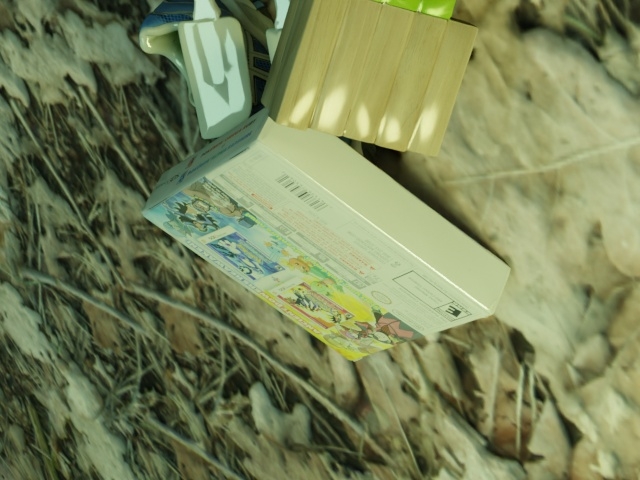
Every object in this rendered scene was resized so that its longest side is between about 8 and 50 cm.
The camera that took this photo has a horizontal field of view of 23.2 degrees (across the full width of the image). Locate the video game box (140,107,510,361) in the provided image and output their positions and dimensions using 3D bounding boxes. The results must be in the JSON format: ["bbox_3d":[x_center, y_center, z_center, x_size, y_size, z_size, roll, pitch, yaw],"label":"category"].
[{"bbox_3d":[0.000,0.000,1.092,0.205,0.048,0.187,36,149,-18],"label":"video game box"}]

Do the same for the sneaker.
[{"bbox_3d":[-0.045,-0.101,1.110,0.211,0.081,0.080,44,144,20],"label":"sneaker"}]

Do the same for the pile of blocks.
[{"bbox_3d":[0.013,-0.231,0.922,0.112,0.149,0.362,-129,29,-66],"label":"pile of blocks"}]

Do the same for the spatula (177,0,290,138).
[{"bbox_3d":[-0.025,-0.186,1.017,0.168,0.019,0.242,-1,111,24],"label":"spatula"}]
